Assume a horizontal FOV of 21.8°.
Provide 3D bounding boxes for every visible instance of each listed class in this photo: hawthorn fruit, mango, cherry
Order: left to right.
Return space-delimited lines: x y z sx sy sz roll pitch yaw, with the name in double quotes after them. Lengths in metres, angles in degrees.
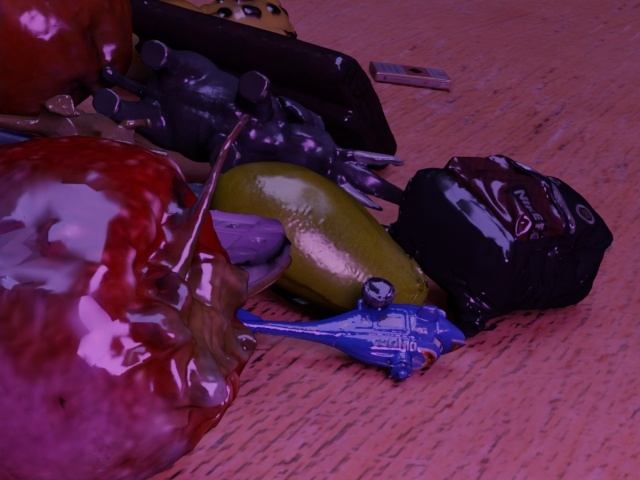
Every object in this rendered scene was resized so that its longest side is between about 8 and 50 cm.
-0.157 0.038 0.843 0.250 0.192 0.175 0 -18 1 "cherry"
-0.248 -0.180 1.371 0.262 0.210 0.210 34 26 13 "hawthorn fruit"
0.000 0.000 1.125 0.165 0.074 0.091 27 52 4 "mango"

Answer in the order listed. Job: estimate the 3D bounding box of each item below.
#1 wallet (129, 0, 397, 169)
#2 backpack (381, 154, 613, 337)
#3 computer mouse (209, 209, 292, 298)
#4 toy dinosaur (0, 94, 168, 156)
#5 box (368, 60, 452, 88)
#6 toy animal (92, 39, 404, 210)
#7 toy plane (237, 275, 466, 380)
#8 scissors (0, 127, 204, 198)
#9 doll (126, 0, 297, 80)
-0.054 -0.135 1.440 0.229 0.049 0.182 19 -17 23 "wallet"
0.135 -0.005 1.188 0.165 0.106 0.120 -12 47 -46 "backpack"
-0.174 0.012 1.045 0.310 0.071 0.158 6 15 11 "computer mouse"
-0.189 -0.079 1.196 0.162 0.039 0.126 9 -4 -6 "toy dinosaur"
0.096 -0.177 1.786 0.083 0.012 0.046 6 20 -10 "box"
-0.049 -0.084 1.287 0.270 0.082 0.137 23 1 13 "toy animal"
0.015 0.060 1.060 0.167 0.054 0.062 6 46 -14 "toy plane"
-0.101 -0.034 1.247 0.384 0.029 0.256 12 7 -6 "scissors"
-0.116 -0.202 1.644 0.117 0.086 0.291 15 18 25 "doll"
